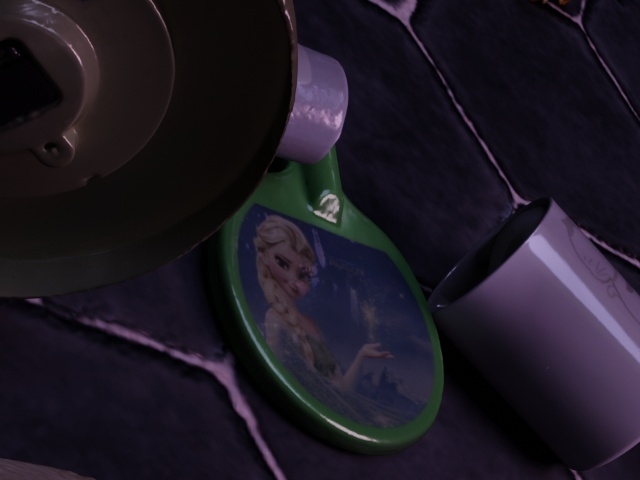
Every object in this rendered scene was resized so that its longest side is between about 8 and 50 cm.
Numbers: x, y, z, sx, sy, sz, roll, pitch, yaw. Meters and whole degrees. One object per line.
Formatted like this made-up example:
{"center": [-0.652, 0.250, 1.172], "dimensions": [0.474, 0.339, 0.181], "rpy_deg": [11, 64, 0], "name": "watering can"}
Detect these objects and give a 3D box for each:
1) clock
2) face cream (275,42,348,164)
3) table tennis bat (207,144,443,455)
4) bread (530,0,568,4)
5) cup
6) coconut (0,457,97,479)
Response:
{"center": [-0.125, -0.068, 0.780], "dimensions": [0.235, 0.235, 0.029], "rpy_deg": [32, 34, -29], "name": "clock"}
{"center": [-0.082, -0.096, 1.007], "dimensions": [0.198, 0.057, 0.084], "rpy_deg": [18, 31, -29], "name": "face cream"}
{"center": [0.000, 0.000, 1.070], "dimensions": [0.160, 0.039, 0.257], "rpy_deg": [23, 43, -37], "name": "table tennis bat"}
{"center": [0.170, -0.252, 1.530], "dimensions": [0.103, 0.065, 0.187], "rpy_deg": [12, 47, -49], "name": "bread"}
{"center": [0.142, 0.045, 1.144], "dimensions": [0.133, 0.099, 0.136], "rpy_deg": [46, 32, -7], "name": "cup"}
{"center": [-0.088, 0.184, 0.536], "dimensions": [0.237, 0.266, 0.237], "rpy_deg": [36, 25, -20], "name": "coconut"}
